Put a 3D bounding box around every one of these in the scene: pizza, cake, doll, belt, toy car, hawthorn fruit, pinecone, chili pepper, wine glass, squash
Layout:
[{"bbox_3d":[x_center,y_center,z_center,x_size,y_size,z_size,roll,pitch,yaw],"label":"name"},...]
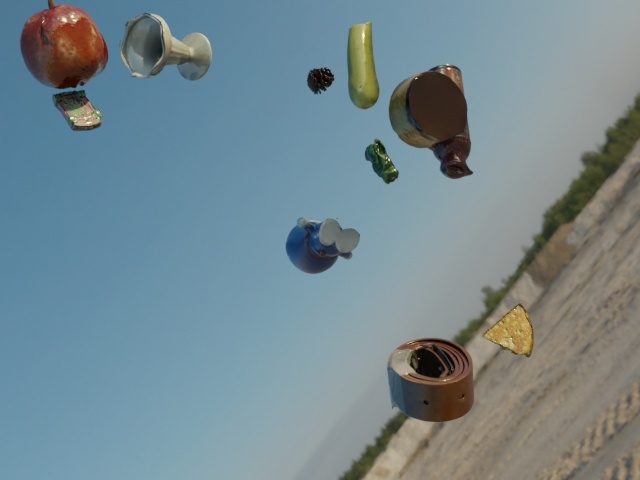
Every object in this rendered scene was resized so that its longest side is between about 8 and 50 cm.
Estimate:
[{"bbox_3d":[0.400,0.194,1.678,0.026,0.109,0.122,64,-158,-65],"label":"pizza"},{"bbox_3d":[0.259,-0.327,2.045,0.178,0.185,0.207,-30,55,60],"label":"cake"},{"bbox_3d":[0.000,0.000,2.281,0.257,0.215,0.161,-22,35,56],"label":"doll"},{"bbox_3d":[0.235,0.298,1.685,0.261,0.184,0.105,-120,22,-74],"label":"belt"},{"bbox_3d":[-0.515,-0.271,1.659,0.069,0.142,0.055,-18,-40,-32],"label":"toy car"},{"bbox_3d":[-0.545,-0.423,1.653,0.179,0.179,0.200,-35,-56,-50],"label":"hawthorn fruit"},{"bbox_3d":[0.000,-0.465,2.268,0.083,0.077,0.077,-25,-19,-9],"label":"pinecone"},{"bbox_3d":[0.138,-0.198,1.889,0.050,0.073,0.182,-26,30,2],"label":"chili pepper"},{"bbox_3d":[-0.389,-0.482,2.008,0.197,0.165,0.164,1,-52,-55],"label":"wine glass"},{"bbox_3d":[0.107,-0.455,2.028,0.083,0.083,0.250,83,-176,-72],"label":"squash"}]

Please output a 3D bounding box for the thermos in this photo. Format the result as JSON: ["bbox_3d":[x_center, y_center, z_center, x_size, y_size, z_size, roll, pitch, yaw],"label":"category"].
[{"bbox_3d":[0.349,-0.326,2.182,0.110,0.330,0.136,-23,-30,39],"label":"thermos"}]
